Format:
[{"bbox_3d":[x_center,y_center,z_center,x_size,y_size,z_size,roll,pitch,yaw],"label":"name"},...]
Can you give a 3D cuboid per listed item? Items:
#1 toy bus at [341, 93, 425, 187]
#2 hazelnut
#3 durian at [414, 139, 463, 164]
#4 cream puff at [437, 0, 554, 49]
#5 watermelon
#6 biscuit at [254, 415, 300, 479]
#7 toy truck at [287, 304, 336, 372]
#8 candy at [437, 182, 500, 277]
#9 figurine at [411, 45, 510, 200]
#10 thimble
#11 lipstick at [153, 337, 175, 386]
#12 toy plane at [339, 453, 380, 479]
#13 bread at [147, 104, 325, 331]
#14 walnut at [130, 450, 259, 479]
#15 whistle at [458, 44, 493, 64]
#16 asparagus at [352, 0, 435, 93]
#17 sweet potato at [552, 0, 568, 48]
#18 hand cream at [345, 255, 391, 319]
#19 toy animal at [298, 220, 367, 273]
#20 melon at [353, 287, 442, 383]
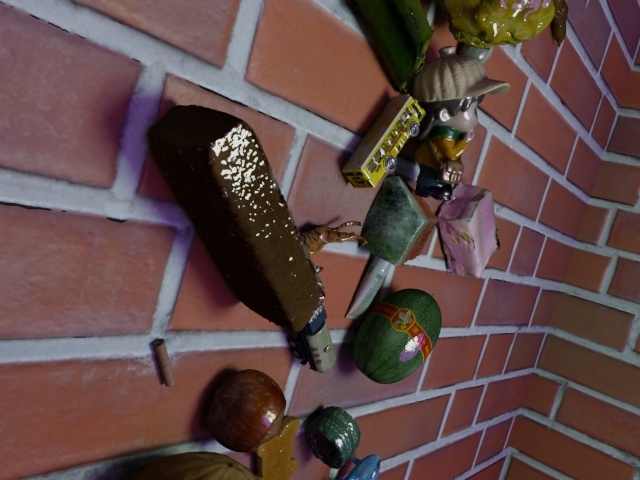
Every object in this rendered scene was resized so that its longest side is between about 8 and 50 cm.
[{"bbox_3d":[0.137,-0.211,1.308,0.074,0.081,0.226,45,69,-28],"label":"toy bus"},{"bbox_3d":[-0.142,0.323,1.149,0.154,0.143,0.143,-51,143,0],"label":"hazelnut"},{"bbox_3d":[0.305,-0.214,1.562,0.215,0.086,0.100,-2,74,-56],"label":"durian"},{"bbox_3d":[0.369,-0.525,1.343,0.282,0.282,0.185,-30,155,-43],"label":"cream puff"},{"bbox_3d":[0.218,-0.033,1.492,0.192,0.140,0.257,-63,153,3],"label":"watermelon"},{"bbox_3d":[-0.110,0.515,1.357,0.158,0.035,0.240,-9,112,-49],"label":"biscuit"},{"bbox_3d":[-0.021,0.203,1.285,0.074,0.088,0.201,-43,136,-32],"label":"toy truck"},{"bbox_3d":[0.434,-0.025,1.764,0.155,0.116,0.265,-51,140,-25],"label":"candy"},{"bbox_3d":[0.276,-0.267,1.396,0.185,0.205,0.332,-61,177,-71],"label":"figurine"},{"bbox_3d":[0.033,0.473,1.455,0.090,0.118,0.135,-36,132,-38],"label":"thimble"},{"bbox_3d":[-0.263,0.207,1.021,0.019,0.019,0.094,-34,132,-40],"label":"lipstick"},{"bbox_3d":[0.066,0.683,1.611,0.271,0.105,0.254,-56,143,-22],"label":"toy plane"},{"bbox_3d":[-0.122,-0.026,0.978,0.113,0.165,0.416,-49,140,-26],"label":"bread"},{"bbox_3d":[-0.219,0.523,1.007,0.333,0.333,0.332,-27,126,-44],"label":"walnut"},{"bbox_3d":[0.366,-0.427,1.529,0.235,0.077,0.114,-63,173,-1],"label":"whistle"},{"bbox_3d":[0.153,-0.428,1.199,0.382,0.128,0.108,46,27,-54],"label":"asparagus"},{"bbox_3d":[0.752,-0.721,1.915,0.067,0.067,0.274,-60,144,-14],"label":"sweet potato"},{"bbox_3d":[0.119,0.115,1.477,0.076,0.047,0.174,18,100,-55],"label":"hand cream"},{"bbox_3d":[-0.006,0.004,1.226,0.255,0.114,0.116,-28,84,-49],"label":"toy animal"},{"bbox_3d":[0.200,0.228,1.511,0.287,0.182,0.182,-48,139,-27],"label":"melon"}]
